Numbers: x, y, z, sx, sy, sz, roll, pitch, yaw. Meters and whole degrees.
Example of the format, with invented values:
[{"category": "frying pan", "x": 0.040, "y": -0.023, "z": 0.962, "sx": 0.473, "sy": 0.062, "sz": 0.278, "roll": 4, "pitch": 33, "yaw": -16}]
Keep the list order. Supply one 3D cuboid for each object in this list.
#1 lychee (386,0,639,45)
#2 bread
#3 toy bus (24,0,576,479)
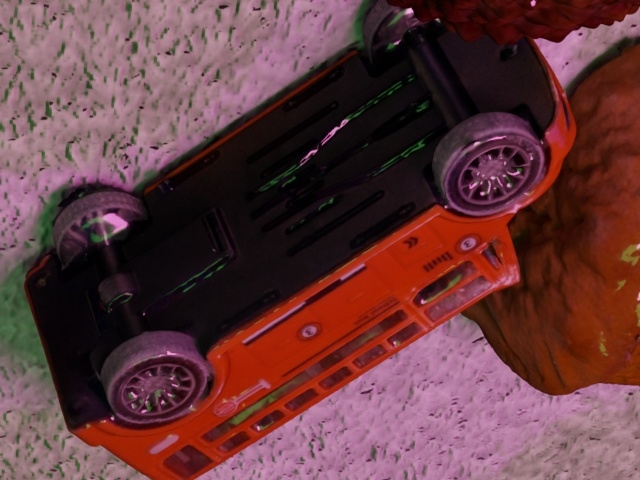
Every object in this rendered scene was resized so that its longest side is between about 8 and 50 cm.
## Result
[{"category": "lychee", "x": 0.093, "y": -0.230, "z": 0.868, "sx": 0.304, "sy": 0.276, "sz": 0.275, "roll": -48, "pitch": 131, "yaw": -19}, {"category": "bread", "x": 0.198, "y": 0.005, "z": 1.163, "sx": 0.143, "sy": 0.139, "sz": 0.229, "roll": 7, "pitch": 125, "yaw": -30}, {"category": "toy bus", "x": 0.000, "y": 0.000, "z": 1.098, "sx": 0.329, "sy": 0.143, "sz": 0.153, "roll": -34, "pitch": 137, "yaw": 9}]
